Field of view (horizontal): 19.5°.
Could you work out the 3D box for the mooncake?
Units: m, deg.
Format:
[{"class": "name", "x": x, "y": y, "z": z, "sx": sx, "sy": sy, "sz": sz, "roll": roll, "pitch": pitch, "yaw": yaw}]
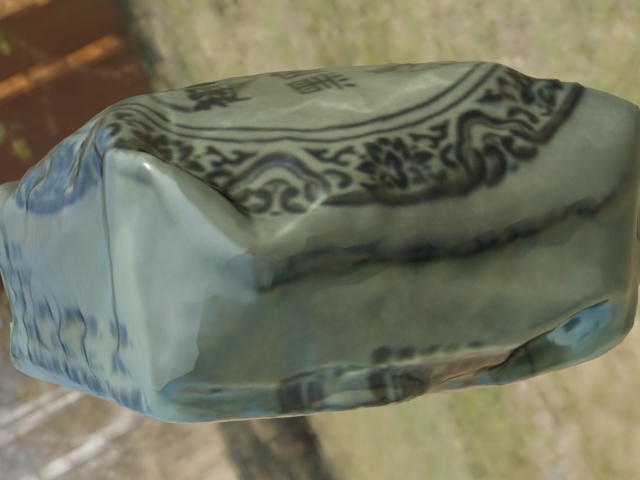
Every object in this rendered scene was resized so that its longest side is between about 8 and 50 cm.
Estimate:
[{"class": "mooncake", "x": 0.000, "y": -0.005, "z": 0.795, "sx": 0.254, "sy": 0.250, "sz": 0.136, "roll": -175, "pitch": 77, "yaw": -67}]
